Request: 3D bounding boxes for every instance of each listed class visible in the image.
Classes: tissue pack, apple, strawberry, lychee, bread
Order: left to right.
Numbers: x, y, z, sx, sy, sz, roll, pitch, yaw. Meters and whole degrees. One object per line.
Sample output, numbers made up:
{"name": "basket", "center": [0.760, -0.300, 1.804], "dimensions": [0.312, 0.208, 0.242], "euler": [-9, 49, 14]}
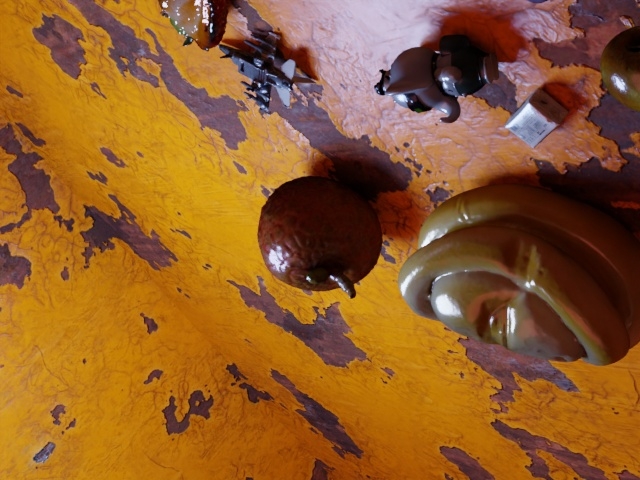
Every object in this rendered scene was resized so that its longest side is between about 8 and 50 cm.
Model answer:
{"name": "strawberry", "center": [-0.220, -0.424, 1.735], "dimensions": [0.140, 0.085, 0.192], "euler": [30, 152, 21]}
{"name": "lychee", "center": [0.000, 0.000, 1.948], "dimensions": [0.255, 0.300, 0.255], "euler": [-6, 150, -4]}
{"name": "bread", "center": [0.345, 0.087, 1.638], "dimensions": [0.424, 0.245, 0.329], "euler": [16, 146, 33]}
{"name": "tissue pack", "center": [0.327, -0.184, 1.455], "dimensions": [0.062, 0.042, 0.083], "euler": [40, 154, 2]}
{"name": "apple", "center": [0.414, -0.215, 1.227], "dimensions": [0.114, 0.099, 0.102], "euler": [13, 147, 37]}

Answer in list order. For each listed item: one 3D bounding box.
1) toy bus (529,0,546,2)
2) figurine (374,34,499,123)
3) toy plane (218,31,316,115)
{"name": "toy bus", "center": [0.285, -0.373, 1.097], "dimensions": [0.203, 0.142, 0.142], "euler": [4, 143, 49]}
{"name": "figurine", "center": [0.173, -0.247, 1.468], "dimensions": [0.192, 0.147, 0.126], "euler": [-1, 117, 28]}
{"name": "toy plane", "center": [-0.123, -0.321, 1.785], "dimensions": [0.234, 0.082, 0.160], "euler": [25, 125, 25]}
